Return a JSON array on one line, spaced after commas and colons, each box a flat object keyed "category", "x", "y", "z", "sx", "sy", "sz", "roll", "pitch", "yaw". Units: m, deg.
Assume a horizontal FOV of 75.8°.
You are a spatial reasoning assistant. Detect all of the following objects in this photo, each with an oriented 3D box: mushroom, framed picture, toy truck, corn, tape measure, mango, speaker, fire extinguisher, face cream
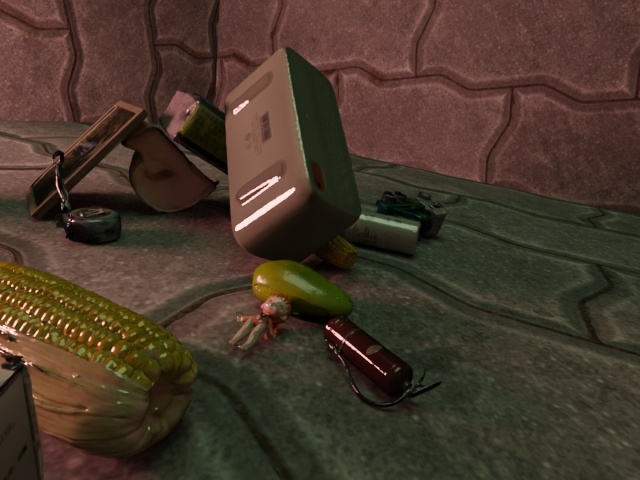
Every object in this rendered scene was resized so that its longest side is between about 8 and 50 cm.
[{"category": "mushroom", "x": -0.417, "y": -0.171, "z": 1.024, "sx": 0.173, "sy": 0.162, "sz": 0.236, "roll": 20, "pitch": -20, "yaw": 41}, {"category": "framed picture", "x": -0.549, "y": -0.201, "z": 0.953, "sx": 0.240, "sy": 0.324, "sz": 0.020, "roll": 31, "pitch": -14, "yaw": 48}, {"category": "toy truck", "x": 0.233, "y": -0.055, "z": 1.065, "sx": 0.215, "sy": 0.110, "sz": 0.116, "roll": -6, "pitch": 37, "yaw": -37}, {"category": "corn", "x": -0.263, "y": 0.107, "z": 0.409, "sx": 0.305, "sy": 0.122, "sz": 0.123, "roll": 15, "pitch": 48, "yaw": 26}, {"category": "tape measure", "x": -0.447, "y": -0.086, "z": 0.789, "sx": 0.107, "sy": 0.180, "sz": 0.104, "roll": -9, "pitch": 9, "yaw": -38}, {"category": "mango", "x": -0.028, "y": 0.075, "z": 0.630, "sx": 0.164, "sy": 0.074, "sz": 0.091, "roll": 13, "pitch": 18, "yaw": 14}, {"category": "corn", "x": 0.000, "y": 0.000, "z": 0.864, "sx": 0.067, "sy": 0.068, "sz": 0.206, "roll": -8, "pitch": 27, "yaw": -38}, {"category": "speaker", "x": -0.062, "y": -0.174, "z": 0.810, "sx": 0.183, "sy": 0.184, "sz": 0.407, "roll": 22, "pitch": 47, "yaw": -43}, {"category": "fire extinguisher", "x": 0.060, "y": 0.152, "z": 0.504, "sx": 0.078, "sy": 0.045, "sz": 0.157, "roll": -35, "pitch": 39, "yaw": -22}, {"category": "face cream", "x": 0.096, "y": -0.032, "z": 0.973, "sx": 0.268, "sy": 0.082, "sz": 0.082, "roll": 12, "pitch": 20, "yaw": 14}]

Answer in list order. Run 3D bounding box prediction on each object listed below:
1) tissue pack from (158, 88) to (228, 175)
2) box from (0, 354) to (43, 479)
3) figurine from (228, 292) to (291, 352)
[{"category": "tissue pack", "x": -0.195, "y": -0.211, "z": 1.047, "sx": 0.394, "sy": 0.124, "sz": 0.288, "roll": 32, "pitch": 5, "yaw": -36}, {"category": "box", "x": -0.256, "y": 0.184, "z": 0.128, "sx": 0.173, "sy": 0.145, "sz": 0.333, "roll": 6, "pitch": 20, "yaw": -9}, {"category": "figurine", "x": -0.080, "y": 0.112, "z": 0.552, "sx": 0.064, "sy": 0.047, "sz": 0.109, "roll": 24, "pitch": 35, "yaw": 20}]
